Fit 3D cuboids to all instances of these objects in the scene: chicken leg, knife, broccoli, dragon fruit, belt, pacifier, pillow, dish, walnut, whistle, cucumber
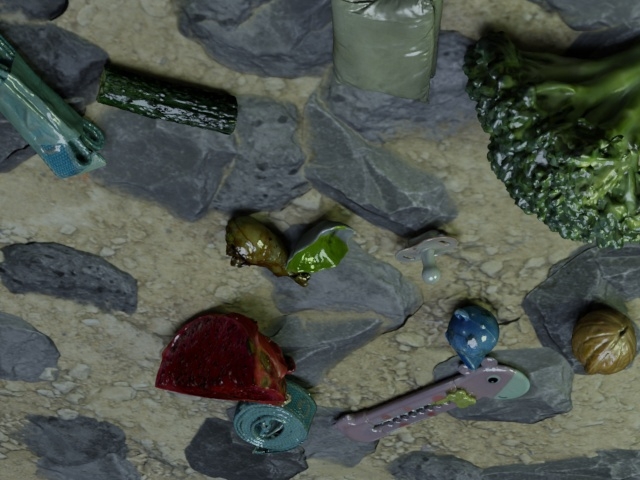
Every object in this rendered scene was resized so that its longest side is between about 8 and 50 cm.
[{"bbox_3d":[-0.083,0.024,1.685,0.093,0.070,0.178,-20,143,36],"label":"chicken leg"},{"bbox_3d":[0.190,0.298,1.986,0.398,0.038,0.132,-27,127,36],"label":"knife"},{"bbox_3d":[0.317,-0.141,1.344,0.245,0.248,0.288,-35,123,-6],"label":"broccoli"},{"bbox_3d":[-0.130,0.209,1.877,0.262,0.134,0.211,-6,153,40],"label":"dragon fruit"},{"bbox_3d":[-0.085,0.316,2.018,0.163,0.082,0.148,-13,126,34],"label":"belt"},{"bbox_3d":[0.162,0.028,1.633,0.099,0.078,0.081,-26,151,34],"label":"pacifier"},{"bbox_3d":[0.079,-0.246,1.314,0.134,0.078,0.181,6,144,7],"label":"pillow"},{"bbox_3d":[0.000,0.000,1.646,0.091,0.039,0.137,-2,150,-27],"label":"dish"},{"bbox_3d":[0.443,0.160,1.730,0.105,0.105,0.124,11,156,-3],"label":"walnut"},{"bbox_3d":[-0.400,-0.186,1.457,0.072,0.087,0.302,-21,133,26],"label":"belt"},{"bbox_3d":[0.251,0.156,1.766,0.090,0.090,0.158,-15,136,25],"label":"whistle"},{"bbox_3d":[-0.200,-0.181,1.453,0.187,0.058,0.058,13,141,-7],"label":"cucumber"}]
